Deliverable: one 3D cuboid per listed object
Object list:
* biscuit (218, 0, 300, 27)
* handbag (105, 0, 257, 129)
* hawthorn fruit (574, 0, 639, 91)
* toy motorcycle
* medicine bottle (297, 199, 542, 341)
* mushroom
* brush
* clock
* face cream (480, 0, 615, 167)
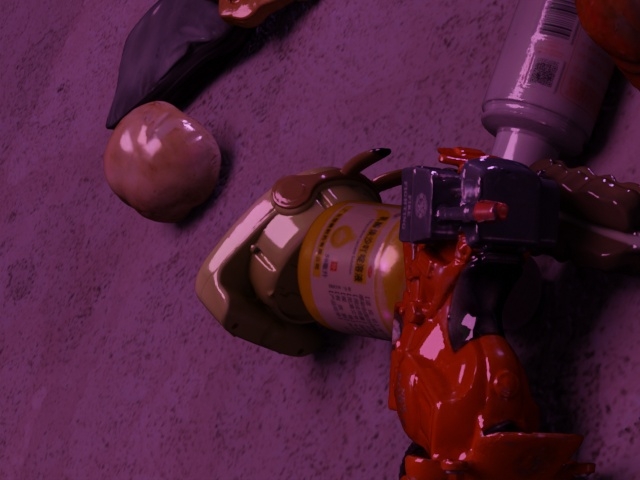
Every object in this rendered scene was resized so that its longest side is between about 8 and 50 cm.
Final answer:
[{"bbox_3d":[-0.077,-0.357,2.316,0.184,0.035,0.249,-24,49,10],"label":"biscuit"},{"bbox_3d":[-0.163,-0.264,2.435,0.332,0.075,0.191,-36,34,43],"label":"handbag"},{"bbox_3d":[0.315,-0.232,1.495,0.210,0.210,0.262,-19,38,52],"label":"hawthorn fruit"},{"bbox_3d":[0.121,0.086,1.521,0.221,0.148,0.325,-2,85,64],"label":"toy motorcycle"},{"bbox_3d":[0.091,0.032,1.701,0.212,0.122,0.121,7,71,45],"label":"medicine bottle"},{"bbox_3d":[-0.183,-0.090,2.264,0.148,0.112,0.148,2,95,24],"label":"mushroom"},{"bbox_3d":[0.264,0.004,1.516,0.301,0.071,0.084,23,101,53],"label":"brush"},{"bbox_3d":[0.000,0.000,1.841,0.232,0.170,0.069,-50,54,12],"label":"clock"},{"bbox_3d":[0.193,-0.120,1.686,0.101,0.101,0.251,-1,65,58],"label":"face cream"}]
